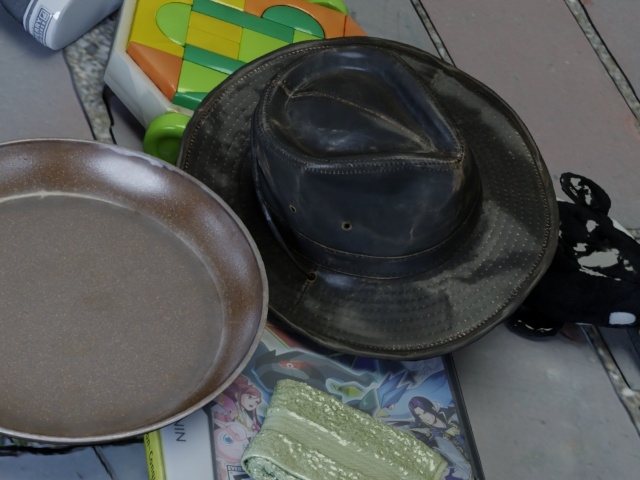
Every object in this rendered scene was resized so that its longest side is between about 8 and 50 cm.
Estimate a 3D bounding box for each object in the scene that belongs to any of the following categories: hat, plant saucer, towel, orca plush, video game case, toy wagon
[{"bbox_3d":[0.044,-0.072,1.608,0.331,0.134,0.331,2,57,-3],"label":"hat"},{"bbox_3d":[-0.196,0.043,1.513,0.310,0.050,0.311,6,46,-6],"label":"plant saucer"},{"bbox_3d":[0.020,0.167,1.492,0.148,0.027,0.110,27,40,-1],"label":"towel"},{"bbox_3d":[0.186,-0.017,1.709,0.287,0.102,0.151,42,78,1],"label":"orca plush"},{"bbox_3d":[-0.011,0.130,1.563,0.274,0.035,0.248,7,44,-21],"label":"video game case"},{"bbox_3d":[-0.023,-0.141,1.812,0.344,0.068,0.267,17,42,-11],"label":"toy wagon"}]

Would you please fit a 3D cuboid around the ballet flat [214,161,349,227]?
[{"bbox_3d":[0.000,0.000,1.685,0.221,0.077,0.079,18,60,-3],"label":"ballet flat"}]

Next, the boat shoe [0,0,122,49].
[{"bbox_3d":[-0.195,-0.283,1.851,0.102,0.108,0.301,38,49,11],"label":"boat shoe"}]

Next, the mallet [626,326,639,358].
[{"bbox_3d":[0.270,0.070,1.774,0.062,0.039,0.190,4,50,-23],"label":"mallet"}]
